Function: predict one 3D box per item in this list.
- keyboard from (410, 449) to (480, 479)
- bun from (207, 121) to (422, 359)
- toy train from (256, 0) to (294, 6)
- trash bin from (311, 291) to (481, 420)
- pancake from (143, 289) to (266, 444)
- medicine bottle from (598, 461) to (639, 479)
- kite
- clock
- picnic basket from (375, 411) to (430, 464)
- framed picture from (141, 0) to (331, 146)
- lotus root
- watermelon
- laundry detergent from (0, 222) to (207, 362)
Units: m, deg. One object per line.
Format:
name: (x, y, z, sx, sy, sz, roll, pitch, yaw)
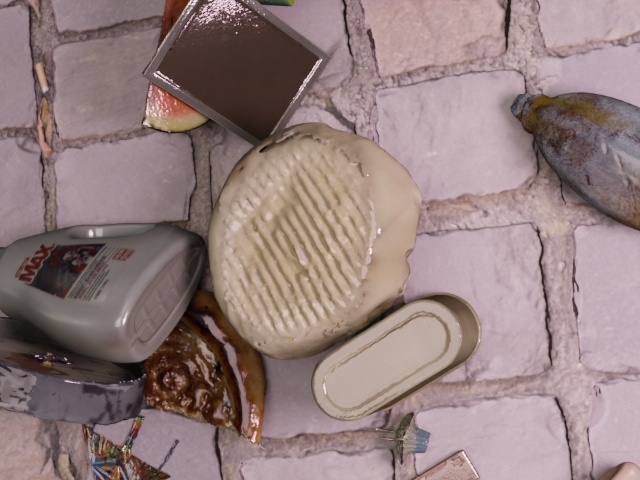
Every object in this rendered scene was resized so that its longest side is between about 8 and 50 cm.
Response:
keyboard: (0.163, 0.385, 1.515, 0.166, 0.017, 0.055, -33, 83, 10)
bun: (0.000, 0.000, 1.484, 0.359, 0.211, 0.360, -4, 83, 30)
toy train: (0.033, -0.482, 1.530, 0.368, 0.150, 0.237, 6, 77, 15)
trash bin: (0.116, 0.168, 1.425, 0.243, 0.247, 0.121, -33, 80, 8)
pancake: (-0.184, 0.195, 1.595, 0.257, 0.056, 0.212, 17, 89, 15)
medicine bottle: (0.486, 0.439, 1.378, 0.114, 0.114, 0.252, -44, 77, 7)
kite: (-0.334, 0.365, 1.643, 0.182, 0.010, 0.160, 26, 92, 15)
clock: (-0.428, 0.196, 1.517, 0.325, 0.325, 0.067, 18, 94, 15)
picnic basket: (0.127, 0.303, 1.506, 0.083, 0.065, 0.083, 15, 94, -2)
framed picture: (-0.129, -0.280, 1.557, 0.252, 0.014, 0.197, 31, 95, -30)
lotus root: (0.416, -0.132, 1.428, 0.322, 0.140, 0.158, 35, 95, 17)
watermelon: (-0.227, -0.316, 1.615, 0.128, 0.159, 0.304, 7, 86, 50)
laundry detergent: (-0.405, 0.059, 1.600, 0.397, 0.125, 0.264, 7, 47, 28)
